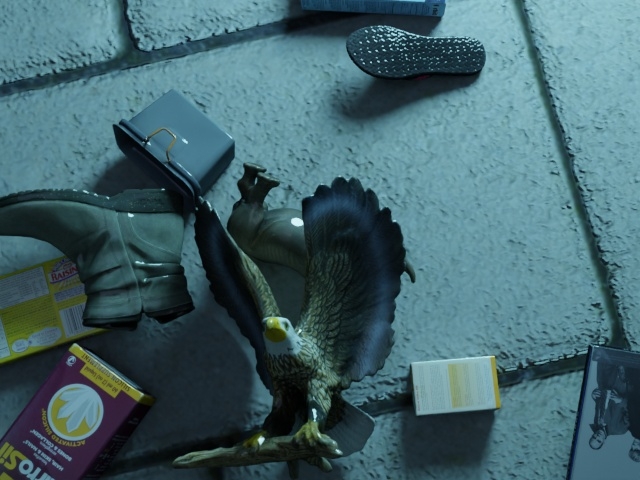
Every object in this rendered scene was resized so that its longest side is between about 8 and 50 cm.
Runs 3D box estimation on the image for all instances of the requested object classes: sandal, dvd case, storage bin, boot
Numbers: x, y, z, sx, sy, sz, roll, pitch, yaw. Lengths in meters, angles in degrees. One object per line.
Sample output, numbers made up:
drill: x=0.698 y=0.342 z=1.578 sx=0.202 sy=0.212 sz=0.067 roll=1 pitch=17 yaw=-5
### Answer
sandal: x=0.118 y=-0.229 z=1.264 sx=0.179 sy=0.040 sz=0.067 roll=2 pitch=82 yaw=-12
dvd case: x=0.369 y=0.247 z=1.118 sx=0.179 sy=0.029 sz=0.238 roll=10 pitch=91 yaw=5
storage bin: x=-0.172 y=-0.118 z=1.222 sx=0.135 sy=0.098 sz=0.091 roll=39 pitch=71 yaw=10
boot: x=-0.271 y=0.025 z=1.168 sx=0.247 sy=0.083 sz=0.161 roll=-2 pitch=79 yaw=-9

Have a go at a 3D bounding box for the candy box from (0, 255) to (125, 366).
candy box: x=-0.343 y=0.084 z=1.210 sx=0.206 sy=0.027 sz=0.105 roll=-18 pitch=74 yaw=-2

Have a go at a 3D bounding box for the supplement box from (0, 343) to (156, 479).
supplement box: x=-0.289 y=0.225 z=1.148 sx=0.104 sy=0.081 sz=0.188 roll=34 pitch=81 yaw=9

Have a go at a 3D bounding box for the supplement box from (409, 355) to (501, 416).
supplement box: x=0.155 y=0.170 z=1.166 sx=0.099 sy=0.036 sz=0.062 roll=-4 pitch=77 yaw=1

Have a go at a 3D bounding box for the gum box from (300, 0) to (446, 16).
gum box: x=0.072 y=-0.371 z=1.292 sx=0.185 sy=0.041 sz=0.156 roll=4 pitch=77 yaw=2

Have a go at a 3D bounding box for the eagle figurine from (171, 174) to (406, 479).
eagle figurine: x=-0.030 y=0.097 z=1.102 sx=0.226 sy=0.225 sz=0.298 roll=10 pitch=64 yaw=-19

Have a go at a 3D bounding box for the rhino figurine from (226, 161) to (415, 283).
rhino figurine: x=0.000 y=0.000 z=1.190 sx=0.243 sy=0.073 sz=0.106 roll=23 pitch=102 yaw=6
